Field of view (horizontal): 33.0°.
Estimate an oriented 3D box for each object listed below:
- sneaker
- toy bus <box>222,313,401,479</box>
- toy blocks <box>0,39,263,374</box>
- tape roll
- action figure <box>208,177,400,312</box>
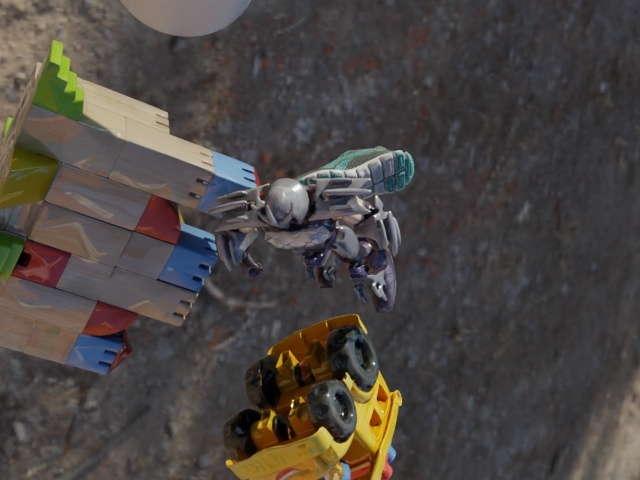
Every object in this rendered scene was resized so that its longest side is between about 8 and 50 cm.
[{"bbox_3d":[0.029,-0.077,1.339,0.166,0.076,0.065,-15,116,-16],"label":"sneaker"},{"bbox_3d":[0.012,0.229,1.233,0.211,0.149,0.220,57,28,-21],"label":"toy bus"},{"bbox_3d":[-0.232,-0.003,1.152,0.261,0.191,0.381,20,118,-23],"label":"toy blocks"},{"bbox_3d":[-0.204,-0.460,1.669,0.169,0.246,0.246,133,-22,-73],"label":"tape roll"},{"bbox_3d":[0.000,0.000,1.108,0.285,0.185,0.099,36,62,-67],"label":"action figure"}]
